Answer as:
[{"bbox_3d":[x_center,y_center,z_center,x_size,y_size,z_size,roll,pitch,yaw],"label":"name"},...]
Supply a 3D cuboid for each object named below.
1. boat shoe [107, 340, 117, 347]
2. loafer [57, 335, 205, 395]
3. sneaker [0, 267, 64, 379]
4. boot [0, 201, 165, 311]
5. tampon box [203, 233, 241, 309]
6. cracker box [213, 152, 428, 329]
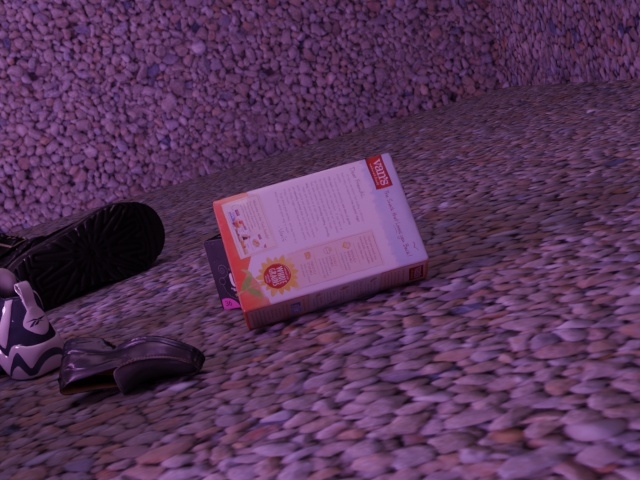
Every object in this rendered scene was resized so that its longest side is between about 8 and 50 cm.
[{"bbox_3d":[-0.257,0.143,1.318,0.133,0.042,0.049,-4,13,41],"label":"boat shoe"},{"bbox_3d":[-0.210,0.145,1.233,0.170,0.062,0.061,-5,52,18],"label":"loafer"},{"bbox_3d":[-0.439,0.103,1.480,0.094,0.153,0.235,-22,12,-41],"label":"sneaker"},{"bbox_3d":[-0.480,0.028,2.008,0.348,0.131,0.260,-24,14,-40],"label":"boot"},{"bbox_3d":[-0.057,0.018,1.522,0.120,0.101,0.161,-9,13,34],"label":"tampon box"},{"bbox_3d":[0.000,0.000,1.372,0.232,0.155,0.067,-16,-25,-4],"label":"cracker box"}]
